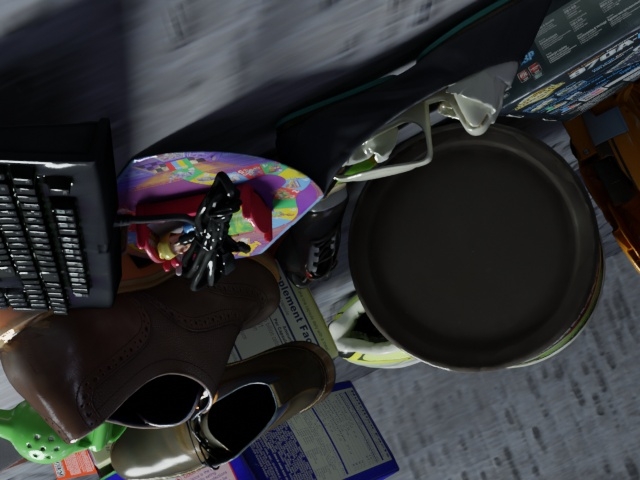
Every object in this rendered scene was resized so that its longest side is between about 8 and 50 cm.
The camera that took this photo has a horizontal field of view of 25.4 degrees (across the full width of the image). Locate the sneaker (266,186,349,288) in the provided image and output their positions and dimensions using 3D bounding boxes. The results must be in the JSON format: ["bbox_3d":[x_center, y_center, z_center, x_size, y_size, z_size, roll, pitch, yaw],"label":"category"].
[{"bbox_3d":[0.000,0.000,1.201,0.061,0.065,0.158,-23,170,-17],"label":"sneaker"}]

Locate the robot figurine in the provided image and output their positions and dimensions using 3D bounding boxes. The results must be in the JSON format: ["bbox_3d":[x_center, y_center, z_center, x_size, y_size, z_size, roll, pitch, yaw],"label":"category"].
[{"bbox_3d":[0.294,-0.018,1.203,0.085,0.291,0.211,-30,170,21],"label":"robot figurine"}]

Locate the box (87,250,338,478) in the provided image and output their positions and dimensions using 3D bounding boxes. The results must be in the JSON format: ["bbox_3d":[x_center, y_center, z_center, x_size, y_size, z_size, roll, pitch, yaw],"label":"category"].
[{"bbox_3d":[-0.125,0.124,1.370,0.243,0.117,0.213,-23,170,-11],"label":"box"}]

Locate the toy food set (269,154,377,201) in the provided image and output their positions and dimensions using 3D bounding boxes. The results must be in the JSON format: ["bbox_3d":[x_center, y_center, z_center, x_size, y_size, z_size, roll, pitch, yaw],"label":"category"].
[{"bbox_3d":[-0.014,-0.039,1.046,0.192,0.038,0.132,-33,168,33],"label":"toy food set"}]

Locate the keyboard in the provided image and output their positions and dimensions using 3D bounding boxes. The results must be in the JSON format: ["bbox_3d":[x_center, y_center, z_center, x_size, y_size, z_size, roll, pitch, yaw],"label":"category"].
[{"bbox_3d":[-0.133,-0.002,0.785,0.201,0.033,0.317,-4,167,-8],"label":"keyboard"}]

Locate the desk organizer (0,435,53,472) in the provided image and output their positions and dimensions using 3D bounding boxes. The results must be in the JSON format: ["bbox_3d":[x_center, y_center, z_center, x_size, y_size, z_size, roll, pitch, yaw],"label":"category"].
[{"bbox_3d":[-0.303,0.201,1.517,0.130,0.047,0.050,-33,170,32],"label":"desk organizer"}]

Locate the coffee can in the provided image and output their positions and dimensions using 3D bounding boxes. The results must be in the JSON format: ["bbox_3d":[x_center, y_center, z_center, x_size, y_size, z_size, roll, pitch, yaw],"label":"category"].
[{"bbox_3d":[0.149,0.014,1.264,0.201,0.202,0.275,-28,170,9],"label":"coffee can"}]

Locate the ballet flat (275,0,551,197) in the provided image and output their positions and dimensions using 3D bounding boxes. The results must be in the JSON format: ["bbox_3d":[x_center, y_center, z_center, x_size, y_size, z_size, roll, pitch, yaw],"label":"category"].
[{"bbox_3d":[0.069,-0.088,0.919,0.203,0.074,0.074,-28,170,7],"label":"ballet flat"}]

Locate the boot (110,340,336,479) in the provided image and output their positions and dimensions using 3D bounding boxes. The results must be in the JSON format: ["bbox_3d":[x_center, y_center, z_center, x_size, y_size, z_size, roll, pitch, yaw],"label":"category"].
[{"bbox_3d":[-0.099,0.147,1.164,0.219,0.082,0.106,-29,177,17],"label":"boot"}]

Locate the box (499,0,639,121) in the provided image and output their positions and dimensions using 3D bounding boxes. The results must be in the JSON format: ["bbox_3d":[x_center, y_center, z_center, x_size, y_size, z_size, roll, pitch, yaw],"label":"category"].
[{"bbox_3d":[0.228,-0.159,1.007,0.220,0.051,0.175,-31,169,26],"label":"box"}]

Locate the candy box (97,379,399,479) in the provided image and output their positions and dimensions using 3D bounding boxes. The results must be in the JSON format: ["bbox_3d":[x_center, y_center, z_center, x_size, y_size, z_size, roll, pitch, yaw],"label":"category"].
[{"bbox_3d":[-0.105,0.254,1.398,0.268,0.122,0.317,-30,168,19],"label":"candy box"}]

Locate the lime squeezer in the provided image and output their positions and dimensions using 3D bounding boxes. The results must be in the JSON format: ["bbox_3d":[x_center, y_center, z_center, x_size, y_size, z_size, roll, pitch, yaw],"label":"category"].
[{"bbox_3d":[-0.197,0.131,1.136,0.310,0.059,0.110,-10,-160,-34],"label":"lime squeezer"}]

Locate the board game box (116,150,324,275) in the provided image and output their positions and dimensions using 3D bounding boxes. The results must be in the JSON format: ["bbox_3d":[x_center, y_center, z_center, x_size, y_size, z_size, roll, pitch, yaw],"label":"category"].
[{"bbox_3d":[-0.078,-0.005,0.922,0.133,0.033,0.168,9,154,-25],"label":"board game box"}]

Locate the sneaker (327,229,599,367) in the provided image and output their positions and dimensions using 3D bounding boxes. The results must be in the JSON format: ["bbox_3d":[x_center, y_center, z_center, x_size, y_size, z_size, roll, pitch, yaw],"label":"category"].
[{"bbox_3d":[0.177,0.069,1.779,0.384,0.145,0.147,-33,168,27],"label":"sneaker"}]

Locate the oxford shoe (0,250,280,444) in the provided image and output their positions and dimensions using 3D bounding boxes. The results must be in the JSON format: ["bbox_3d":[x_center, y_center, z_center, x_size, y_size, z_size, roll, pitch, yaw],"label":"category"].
[{"bbox_3d":[-0.124,0.081,1.103,0.130,0.133,0.363,-32,170,25],"label":"oxford shoe"}]

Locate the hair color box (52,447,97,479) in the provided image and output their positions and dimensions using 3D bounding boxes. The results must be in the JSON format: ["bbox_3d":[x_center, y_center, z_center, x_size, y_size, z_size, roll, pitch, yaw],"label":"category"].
[{"bbox_3d":[-0.277,0.271,1.845,0.141,0.043,0.072,-16,-177,35],"label":"hair color box"}]
